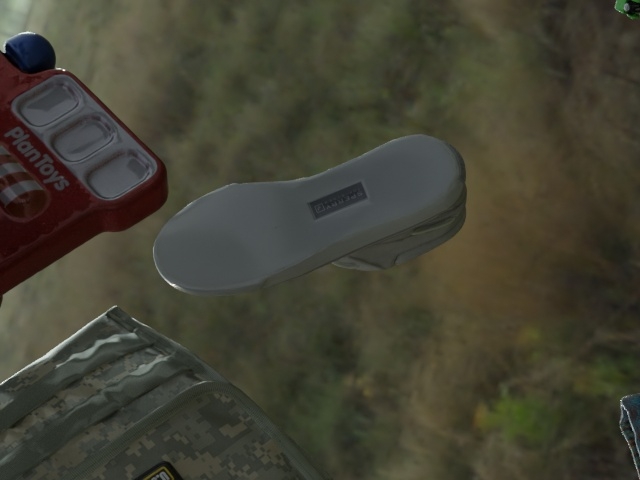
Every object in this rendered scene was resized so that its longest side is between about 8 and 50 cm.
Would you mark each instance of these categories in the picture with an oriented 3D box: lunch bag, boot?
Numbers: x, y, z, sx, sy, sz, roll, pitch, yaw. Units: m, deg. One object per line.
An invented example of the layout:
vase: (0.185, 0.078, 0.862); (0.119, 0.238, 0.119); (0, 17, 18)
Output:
lunch bag: (-0.149, 0.205, 1.144); (0.287, 0.235, 0.169); (27, 142, 45)
boot: (0.000, 0.000, 1.255); (0.123, 0.258, 0.095); (66, -172, -65)

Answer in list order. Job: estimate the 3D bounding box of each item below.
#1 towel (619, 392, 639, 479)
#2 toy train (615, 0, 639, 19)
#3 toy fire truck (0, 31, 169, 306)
towel: (0.398, 0.193, 0.966); (0.040, 0.370, 0.271); (97, 162, -66)
toy train: (0.249, -0.171, 1.105); (0.024, 0.083, 0.017); (43, 131, 48)
toy fire truck: (-0.310, -0.073, 1.337); (0.302, 0.254, 0.169); (44, 154, 30)
